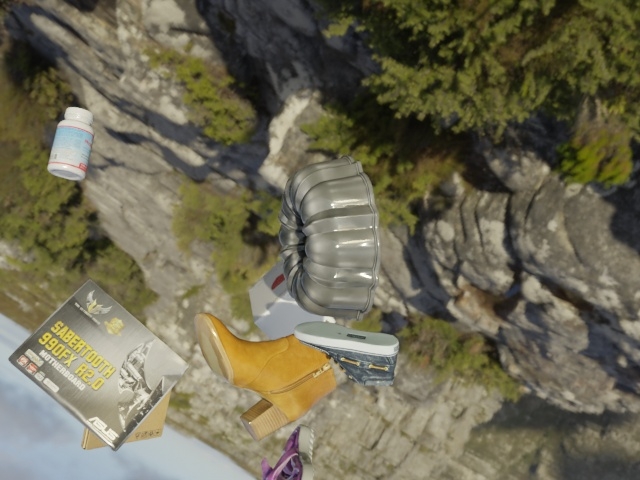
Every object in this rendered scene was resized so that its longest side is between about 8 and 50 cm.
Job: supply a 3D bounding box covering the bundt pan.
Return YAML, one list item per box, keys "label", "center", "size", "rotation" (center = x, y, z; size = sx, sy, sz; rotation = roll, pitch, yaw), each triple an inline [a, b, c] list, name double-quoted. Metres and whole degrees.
- label: "bundt pan"
  center: [0.000, 0.000, 1.348]
  size: [0.124, 0.330, 0.331]
  rotation: [-4, 169, -17]

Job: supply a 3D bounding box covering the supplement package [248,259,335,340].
- label: "supplement package"
  center: [-0.094, 0.198, 2.122]
  size: [0.175, 0.177, 0.293]
  rotation: [47, -177, -17]

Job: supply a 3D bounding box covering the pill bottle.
- label: "pill bottle"
  center: [-0.591, -0.232, 1.652]
  size: [0.087, 0.160, 0.087]
  rotation: [8, 167, 2]

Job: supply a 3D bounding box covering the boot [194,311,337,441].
- label: "boot"
  center: [-0.094, 0.211, 1.303]
  size: [0.104, 0.211, 0.295]
  rotation: [10, 129, 56]

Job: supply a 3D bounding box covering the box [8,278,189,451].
- label: "box"
  center: [-0.367, 0.209, 1.161]
  size: [0.231, 0.183, 0.056]
  rotation: [42, 156, -1]

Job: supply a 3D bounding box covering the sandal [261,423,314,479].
- label: "sandal"
  center: [-0.091, 0.520, 1.515]
  size: [0.102, 0.169, 0.416]
  rotation: [27, -176, -2]

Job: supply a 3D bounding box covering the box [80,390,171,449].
- label: "box"
  center: [-0.426, 0.375, 1.548]
  size: [0.021, 0.164, 0.201]
  rotation: [18, -172, 40]

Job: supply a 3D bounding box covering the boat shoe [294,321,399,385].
- label: "boat shoe"
  center: [0.040, 0.194, 1.169]
  size: [0.183, 0.065, 0.083]
  rotation: [9, 110, 18]
